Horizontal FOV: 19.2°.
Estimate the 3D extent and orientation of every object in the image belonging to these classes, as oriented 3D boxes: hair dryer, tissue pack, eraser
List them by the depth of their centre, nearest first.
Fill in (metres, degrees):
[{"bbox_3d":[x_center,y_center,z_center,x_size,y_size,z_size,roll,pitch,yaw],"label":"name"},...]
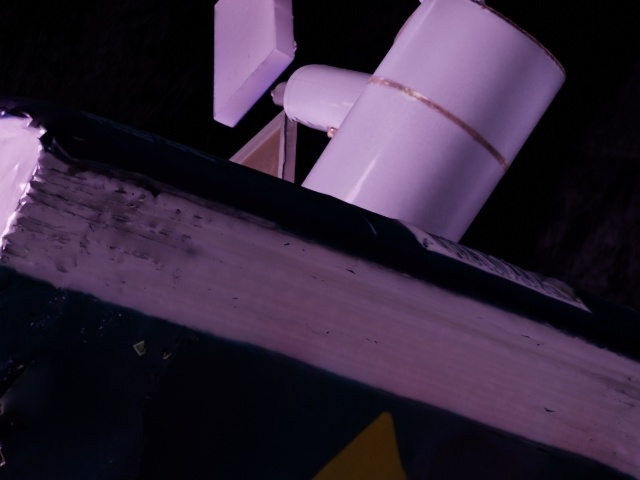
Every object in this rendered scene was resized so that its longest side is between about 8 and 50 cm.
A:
[{"bbox_3d":[-0.030,0.099,0.954,0.264,0.416,0.253,12,81,64],"label":"tissue pack"},{"bbox_3d":[0.025,-0.081,1.329,0.173,0.107,0.357,-55,21,-5],"label":"hair dryer"},{"bbox_3d":[-0.059,-0.187,1.684,0.104,0.023,0.150,-45,34,39],"label":"eraser"}]

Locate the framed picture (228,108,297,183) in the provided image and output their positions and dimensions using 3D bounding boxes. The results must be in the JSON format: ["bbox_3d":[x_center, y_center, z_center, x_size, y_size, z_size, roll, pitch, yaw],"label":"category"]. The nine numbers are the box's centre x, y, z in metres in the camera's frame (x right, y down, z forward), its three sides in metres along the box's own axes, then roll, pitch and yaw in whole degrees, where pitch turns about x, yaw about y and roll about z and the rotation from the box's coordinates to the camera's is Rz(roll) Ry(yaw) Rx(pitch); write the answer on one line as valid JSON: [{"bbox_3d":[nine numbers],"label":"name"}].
[{"bbox_3d":[-0.077,0.032,1.556,0.184,0.016,0.250,-41,37,43],"label":"framed picture"}]

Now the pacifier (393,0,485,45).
[{"bbox_3d":[0.078,-0.183,1.360,0.099,0.078,0.081,-32,22,51],"label":"pacifier"}]
